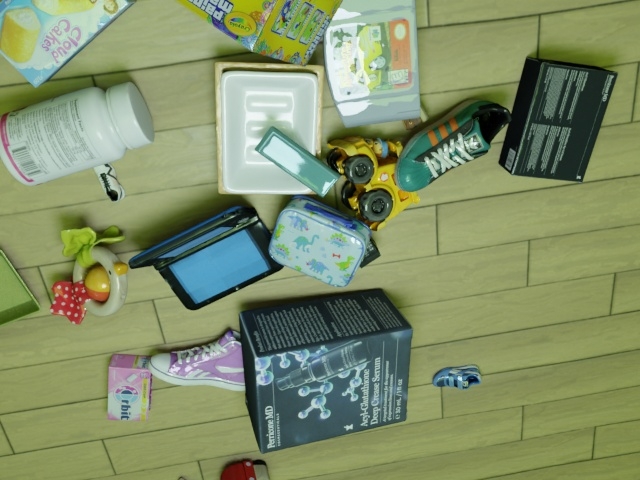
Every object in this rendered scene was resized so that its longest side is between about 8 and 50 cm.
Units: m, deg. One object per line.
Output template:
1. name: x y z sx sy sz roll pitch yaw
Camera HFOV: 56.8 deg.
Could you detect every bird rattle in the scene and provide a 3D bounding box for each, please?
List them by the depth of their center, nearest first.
1. bird rattle: -0.534 0.094 1.373 0.207 0.143 0.253 27 102 29

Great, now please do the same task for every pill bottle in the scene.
1. pill bottle: -0.511 -0.229 1.249 0.283 0.160 0.160 -17 116 1

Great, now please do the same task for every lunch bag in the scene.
1. lunch bag: 0.000 0.000 1.384 0.219 0.090 0.176 23 129 3

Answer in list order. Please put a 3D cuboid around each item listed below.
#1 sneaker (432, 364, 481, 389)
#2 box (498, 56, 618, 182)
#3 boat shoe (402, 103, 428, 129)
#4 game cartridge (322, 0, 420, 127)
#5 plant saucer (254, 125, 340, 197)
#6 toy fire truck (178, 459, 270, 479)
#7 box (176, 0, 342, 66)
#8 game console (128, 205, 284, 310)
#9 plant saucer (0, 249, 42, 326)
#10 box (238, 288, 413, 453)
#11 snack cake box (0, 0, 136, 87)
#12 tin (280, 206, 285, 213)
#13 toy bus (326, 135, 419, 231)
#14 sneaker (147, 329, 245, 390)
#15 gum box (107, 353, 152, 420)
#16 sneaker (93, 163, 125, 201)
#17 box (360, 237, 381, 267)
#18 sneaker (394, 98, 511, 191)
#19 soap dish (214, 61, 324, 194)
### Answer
1. sneaker: 0.397 0.401 1.713 0.144 0.059 0.053 -13 118 0
2. box: 0.549 -0.280 1.386 0.184 0.103 0.261 6 114 -6
3. boat shoe: 0.177 -0.326 1.340 0.060 0.064 0.178 -37 116 8
4. game cartridge: 0.105 -0.386 1.239 0.196 0.060 0.294 -6 119 5
5. plant saucer: -0.047 -0.166 1.284 0.192 0.018 0.067 34 107 -20
6. toy fire truck: -0.290 0.752 1.763 0.246 0.158 0.217 10 114 -23
7. box: -0.141 -0.474 1.058 0.290 0.279 0.177 35 109 9
8. game console: -0.259 0.055 1.415 0.293 0.250 0.173 -26 89 5
9. plant saucer: -0.805 0.120 1.442 0.188 0.045 0.188 -20 115 3
10. box: 0.010 0.323 1.509 0.396 0.212 0.293 -8 116 -15
11. snack cake box: -0.523 -0.452 1.182 0.264 0.089 0.152 -37 113 11
12. tin: -0.021 -0.017 1.479 0.106 0.040 0.190 -41 113 17
13. toy bus: 0.146 -0.164 1.379 0.211 0.149 0.220 -29 114 -8
14. sneaker: -0.302 0.297 1.564 0.282 0.102 0.161 11 110 -23
15. gum box: -0.514 0.404 1.601 0.107 0.062 0.188 6 114 -9
16. sneaker: -0.488 -0.137 1.361 0.040 0.043 0.109 -24 114 7
17. box: 0.107 0.019 1.483 0.062 0.083 0.052 -34 113 10
18. sneaker: 0.296 -0.215 1.318 0.302 0.121 0.108 -42 118 -13
19. soap dish: -0.114 -0.247 1.312 0.229 0.118 0.290 0 115 -7
